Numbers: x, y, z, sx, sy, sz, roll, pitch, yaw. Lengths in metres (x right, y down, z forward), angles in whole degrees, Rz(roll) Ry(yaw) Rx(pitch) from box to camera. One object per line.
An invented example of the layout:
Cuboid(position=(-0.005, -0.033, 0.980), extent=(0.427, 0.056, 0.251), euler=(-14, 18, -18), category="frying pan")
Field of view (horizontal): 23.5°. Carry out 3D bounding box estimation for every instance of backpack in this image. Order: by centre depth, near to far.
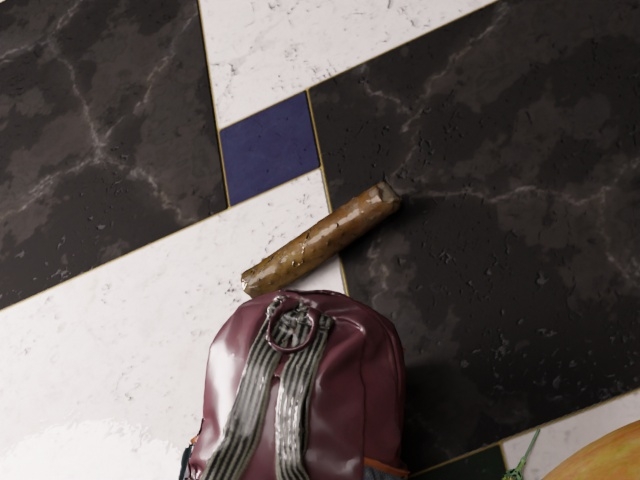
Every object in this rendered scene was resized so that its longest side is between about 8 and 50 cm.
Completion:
Cuboid(position=(-0.024, 0.213, 1.774), extent=(0.283, 0.197, 0.317), euler=(6, 88, 23), category="backpack")

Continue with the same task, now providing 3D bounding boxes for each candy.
Cuboid(position=(0.230, 0.249, 1.753), extent=(0.023, 0.025, 0.083), euler=(25, 64, 11), category="candy")

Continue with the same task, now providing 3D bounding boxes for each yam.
Cuboid(position=(0.000, 0.000, 2.028), extent=(0.241, 0.057, 0.057), euler=(-32, 49, 9), category="yam")

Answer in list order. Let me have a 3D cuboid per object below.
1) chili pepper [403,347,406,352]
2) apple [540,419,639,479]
Cuboid(position=(0.024, 0.182, 1.892), extent=(0.191, 0.059, 0.050), euler=(-35, 34, 10), category="chili pepper")
Cuboid(position=(0.355, 0.331, 1.378), extent=(0.346, 0.391, 0.391), euler=(-41, 48, 14), category="apple")
